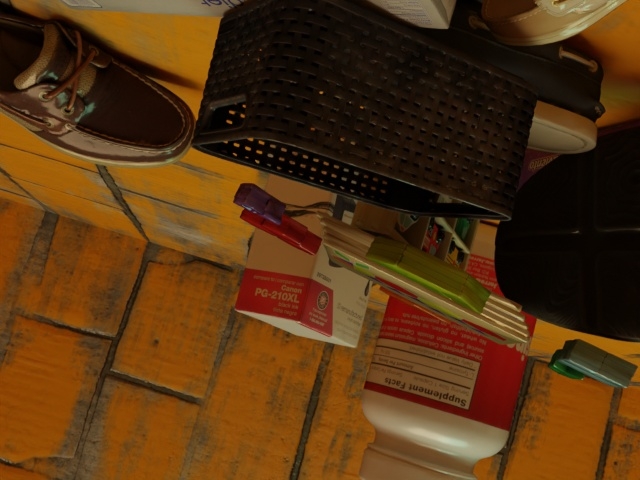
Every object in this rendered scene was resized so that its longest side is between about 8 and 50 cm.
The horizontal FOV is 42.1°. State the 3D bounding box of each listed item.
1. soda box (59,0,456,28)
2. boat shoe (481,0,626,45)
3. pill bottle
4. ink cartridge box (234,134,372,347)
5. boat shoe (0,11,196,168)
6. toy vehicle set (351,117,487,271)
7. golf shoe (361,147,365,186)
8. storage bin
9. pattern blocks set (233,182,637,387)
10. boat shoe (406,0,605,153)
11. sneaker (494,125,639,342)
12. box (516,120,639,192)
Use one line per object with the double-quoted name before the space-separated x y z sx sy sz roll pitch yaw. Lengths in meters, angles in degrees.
"soda box" -0.057 -0.191 0.481 0.286 0.098 0.091 11 170 28
"boat shoe" 0.148 -0.158 0.457 0.059 0.063 0.170 25 158 -31
"pill bottle" 0.195 0.186 1.276 0.229 0.407 0.229 16 171 3
"ink cartridge box" 0.000 0.000 1.064 0.100 0.237 0.172 8 167 28
"boat shoe" -0.298 -0.178 0.914 0.342 0.123 0.123 25 170 -11
"toy vehicle set" 0.110 -0.051 0.800 0.035 0.166 0.267 12 170 24
"golf shoe" 0.102 -0.078 0.983 0.094 0.077 0.198 -2 169 18
"storage bin" 0.027 -0.074 0.508 0.180 0.084 0.122 16 176 -29
"pattern blocks set" 0.079 0.033 0.673 0.325 0.026 0.285 27 175 -1
"boat shoe" 0.100 -0.136 0.593 0.255 0.079 0.095 17 169 -18
"sneaker" 0.372 0.018 0.618 0.448 0.169 0.257 -9 156 42
"box" 0.364 -0.029 0.822 0.293 0.057 0.201 20 169 -21
